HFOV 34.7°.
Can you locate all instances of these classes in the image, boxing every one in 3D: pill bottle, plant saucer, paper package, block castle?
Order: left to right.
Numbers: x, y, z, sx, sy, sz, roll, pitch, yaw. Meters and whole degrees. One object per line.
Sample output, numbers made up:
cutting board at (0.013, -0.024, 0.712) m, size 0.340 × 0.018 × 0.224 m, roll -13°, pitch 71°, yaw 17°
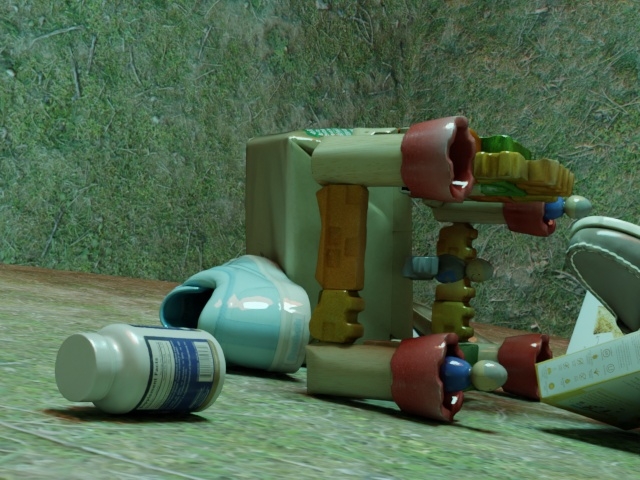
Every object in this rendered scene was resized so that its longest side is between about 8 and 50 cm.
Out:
pill bottle at (-0.135, 0.097, 0.769) m, size 0.067 × 0.067 × 0.120 m, roll 7°, pitch -2°, yaw 41°
paper package at (0.000, 0.000, 1.435) m, size 0.168 × 0.309 × 0.325 m, roll -3°, pitch 5°, yaw -13°
plant saucer at (0.237, 0.171, 1.877) m, size 0.199 × 0.036 × 0.198 m, roll 27°, pitch 7°, yaw -3°
block castle at (0.169, 0.036, 1.166) m, size 0.213 × 0.302 × 0.453 m, roll 1°, pitch -5°, yaw 26°

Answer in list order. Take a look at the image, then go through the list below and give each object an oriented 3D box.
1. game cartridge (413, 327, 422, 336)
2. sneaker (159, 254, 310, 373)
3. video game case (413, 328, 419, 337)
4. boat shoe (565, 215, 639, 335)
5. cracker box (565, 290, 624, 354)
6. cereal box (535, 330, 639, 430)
game cartridge at (0.003, 0.156, 1.867) m, size 0.285 × 0.052 × 0.324 m, roll 8°, pitch 1°, yaw 25°
sneaker at (-0.128, 0.076, 1.270) m, size 0.150 × 0.135 × 0.366 m, roll 12°, pitch -3°, yaw -18°
video game case at (0.090, 0.152, 1.651) m, size 0.166 × 0.015 × 0.119 m, roll 9°, pitch 25°, yaw -28°
boat shoe at (0.396, 0.101, 1.121) m, size 0.324 × 0.096 × 0.116 m, roll 39°, pitch -27°, yaw 2°
cracker box at (0.402, 0.103, 1.260) m, size 0.156 × 0.232 × 0.067 m, roll 7°, pitch -24°, yaw 39°
cereal box at (0.359, 0.126, 1.003) m, size 0.240 × 0.047 × 0.173 m, roll -26°, pitch -36°, yaw 38°
